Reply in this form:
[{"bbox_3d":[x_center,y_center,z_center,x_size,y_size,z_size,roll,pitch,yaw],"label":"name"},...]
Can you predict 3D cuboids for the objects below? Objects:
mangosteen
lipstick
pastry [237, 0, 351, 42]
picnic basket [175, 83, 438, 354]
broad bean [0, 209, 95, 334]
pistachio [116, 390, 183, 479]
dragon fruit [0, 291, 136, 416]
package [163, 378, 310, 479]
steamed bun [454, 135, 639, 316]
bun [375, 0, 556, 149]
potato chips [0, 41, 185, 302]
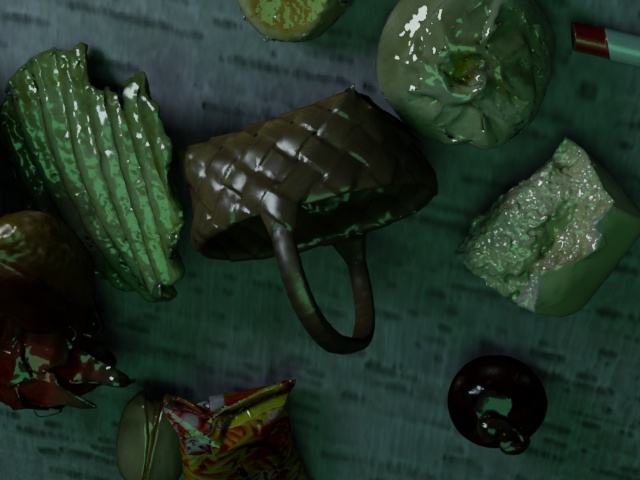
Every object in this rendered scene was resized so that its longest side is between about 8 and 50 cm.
[{"bbox_3d":[0.263,0.248,1.693,0.153,0.152,0.152,4,117,8],"label":"mangosteen"},{"bbox_3d":[0.452,-0.233,1.462,0.274,0.061,0.068,13,120,2],"label":"lipstick"},{"bbox_3d":[-0.038,-0.332,1.479,0.166,0.088,0.165,3,116,7],"label":"pastry"},{"bbox_3d":[0.000,0.000,1.503,0.337,0.293,0.337,-3,82,21],"label":"picnic basket"},{"bbox_3d":[-0.398,0.041,1.578,0.156,0.122,0.228,-10,139,5],"label":"broad bean"},{"bbox_3d":[-0.271,0.326,1.836,0.125,0.124,0.184,6,117,7],"label":"pistachio"},{"bbox_3d":[-0.418,0.173,1.749,0.274,0.192,0.193,20,146,-15],"label":"dragon fruit"},{"bbox_3d":[-0.125,0.333,1.813,0.223,0.108,0.288,-11,125,-11],"label":"package"},{"bbox_3d":[0.317,-0.011,1.539,0.200,0.170,0.225,31,116,-2],"label":"steamed bun"},{"bbox_3d":[0.188,-0.226,1.464,0.239,0.141,0.239,2,116,5],"label":"bun"},{"bbox_3d":[-0.308,-0.072,1.616,0.373,0.097,0.389,21,127,36],"label":"potato chips"}]
